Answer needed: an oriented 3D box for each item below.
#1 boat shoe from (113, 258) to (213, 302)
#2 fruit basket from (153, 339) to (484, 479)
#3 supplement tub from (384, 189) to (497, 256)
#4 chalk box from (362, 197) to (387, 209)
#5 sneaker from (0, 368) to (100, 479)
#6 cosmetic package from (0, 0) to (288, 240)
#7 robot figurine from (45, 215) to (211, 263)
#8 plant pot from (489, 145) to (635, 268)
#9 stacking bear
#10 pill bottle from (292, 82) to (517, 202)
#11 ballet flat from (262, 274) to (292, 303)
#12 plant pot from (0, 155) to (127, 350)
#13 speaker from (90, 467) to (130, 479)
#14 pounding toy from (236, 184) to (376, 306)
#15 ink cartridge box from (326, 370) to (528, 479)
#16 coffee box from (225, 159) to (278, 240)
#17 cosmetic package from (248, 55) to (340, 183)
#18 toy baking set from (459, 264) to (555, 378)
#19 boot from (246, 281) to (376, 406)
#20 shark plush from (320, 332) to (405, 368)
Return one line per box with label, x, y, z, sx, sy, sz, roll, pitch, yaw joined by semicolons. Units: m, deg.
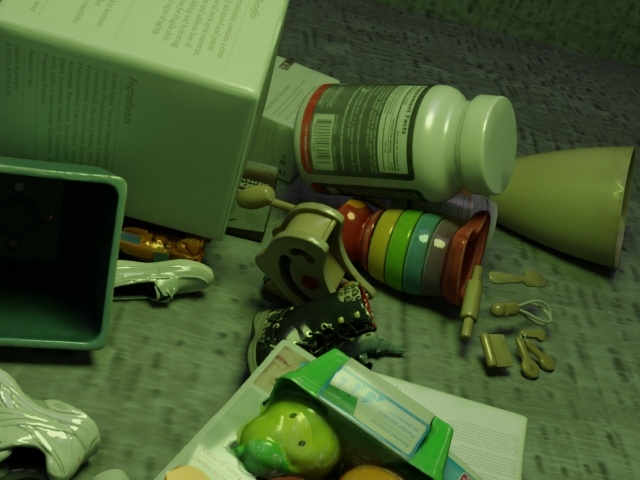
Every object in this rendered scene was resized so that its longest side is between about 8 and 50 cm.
boat shoe;-0.257;0.068;1.519;0.184;0.066;0.063;7;44;-23
fruit basket;0.000;0.295;1.124;0.327;0.165;0.353;34;38;12
supplement tub;0.229;-0.043;1.887;0.200;0.144;0.144;15;29;-4
chalk box;0.212;-0.118;2.025;0.213;0.132;0.132;31;30;21
sneaker;-0.386;0.224;1.150;0.232;0.090;0.115;19;32;5
cosmetic package;-0.286;-0.261;1.554;0.394;0.327;0.329;16;45;-4
robot figurine;-0.328;-0.033;1.625;0.291;0.085;0.211;16;33;-3
plant pot;0.505;-0.088;2.050;0.274;0.256;0.256;9;25;19
stacking bear;0.136;0.005;1.744;0.289;0.164;0.175;15;23;20
pill bottle;0.151;-0.175;1.740;0.363;0.210;0.210;6;21;29
ballet flat;-0.045;0.038;1.695;0.073;0.080;0.232;43;29;-11
plant pot;-0.431;-0.007;1.383;0.247;0.247;0.252;5;13;-21
speaker;-0.215;0.324;1.098;0.055;0.055;0.136;-9;38;-39
pounding toy;0.000;0.000;1.545;0.269;0.154;0.155;50;50;-25
ink cartridge box;0.132;0.313;1.306;0.275;0.060;0.239;17;54;-1
coffee box;-0.210;-0.097;1.790;0.247;0.098;0.141;14;28;-5
cosmetic package;-0.178;-0.301;2.065;0.385;0.156;0.217;24;45;10
toy baking set;0.325;0.132;1.679;0.197;0.030;0.256;30;46;-18
boot;-0.010;0.149;1.399;0.179;0.085;0.236;-21;26;8
shark plush;0.061;0.177;1.538;0.161;0.073;0.067;16;45;-42
